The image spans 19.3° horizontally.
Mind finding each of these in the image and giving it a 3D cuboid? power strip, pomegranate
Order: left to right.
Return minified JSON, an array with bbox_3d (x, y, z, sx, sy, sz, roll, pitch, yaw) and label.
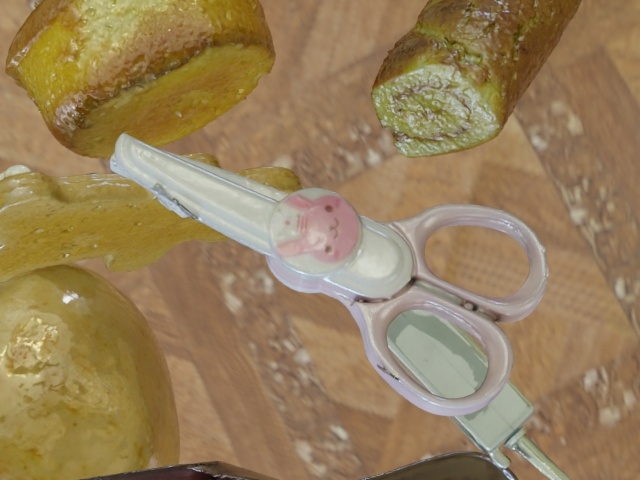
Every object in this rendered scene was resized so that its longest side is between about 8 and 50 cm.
[{"bbox_3d":[-0.256,0.162,1.676,0.307,0.307,0.307,-3,73,11],"label":"pomegranate"},{"bbox_3d":[0.093,0.093,1.129,0.042,0.075,0.175,-44,84,-4],"label":"power strip"}]

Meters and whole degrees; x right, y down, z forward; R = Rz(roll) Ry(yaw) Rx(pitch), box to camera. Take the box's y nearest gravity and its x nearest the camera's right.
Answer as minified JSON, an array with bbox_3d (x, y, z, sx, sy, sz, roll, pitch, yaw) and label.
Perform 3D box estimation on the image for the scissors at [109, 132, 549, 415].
[{"bbox_3d":[0.000,0.000,1.002,0.242,0.030,0.118,25,67,4],"label":"scissors"}]

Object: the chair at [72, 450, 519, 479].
[{"bbox_3d":[-0.025,0.240,1.333,0.183,0.326,0.176,11,102,46],"label":"chair"}]

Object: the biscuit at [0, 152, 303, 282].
[{"bbox_3d":[-0.122,-0.021,1.237,0.240,0.158,0.035,-7,71,-31],"label":"biscuit"}]

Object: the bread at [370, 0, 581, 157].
[{"bbox_3d":[0.124,-0.154,1.501,0.103,0.132,0.172,50,54,-18],"label":"bread"}]

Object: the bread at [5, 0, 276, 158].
[{"bbox_3d":[-0.168,-0.184,1.816,0.268,0.268,0.146,-25,75,4],"label":"bread"}]
